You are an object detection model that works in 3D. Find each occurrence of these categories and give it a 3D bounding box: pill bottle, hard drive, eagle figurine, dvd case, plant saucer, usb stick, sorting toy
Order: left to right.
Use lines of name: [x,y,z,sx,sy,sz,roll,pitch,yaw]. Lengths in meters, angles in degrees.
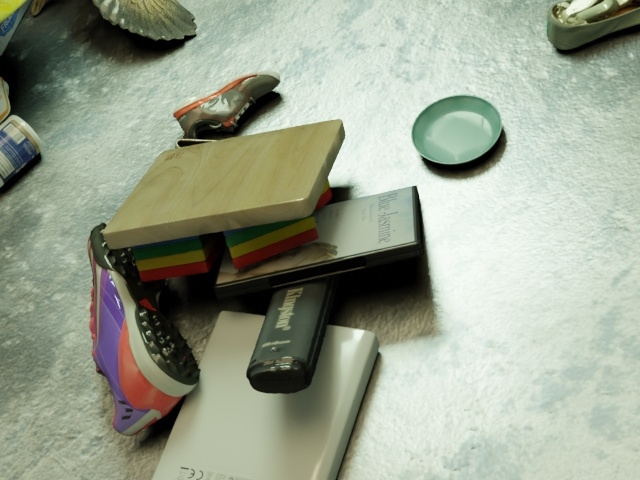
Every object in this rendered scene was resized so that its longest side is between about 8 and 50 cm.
pill bottle: [-0.456,-0.116,1.908,0.067,0.067,0.120,32,67,34]
eagle figurine: [-0.307,-0.445,2.045,0.298,0.226,0.225,18,40,34]
sorting toy: [-0.103,-0.045,1.679,0.256,0.089,0.257,-9,23,16]
hard drive: [-0.072,0.227,1.537,0.203,0.040,0.307,7,55,22]
usb stick: [-0.028,0.090,1.554,0.077,0.045,0.278,-2,26,10]
dvd case: [0.000,0.000,1.653,0.253,0.022,0.180,-12,23,8]
plant saucer: [0.178,-0.139,1.757,0.119,0.021,0.119,-8,52,10]

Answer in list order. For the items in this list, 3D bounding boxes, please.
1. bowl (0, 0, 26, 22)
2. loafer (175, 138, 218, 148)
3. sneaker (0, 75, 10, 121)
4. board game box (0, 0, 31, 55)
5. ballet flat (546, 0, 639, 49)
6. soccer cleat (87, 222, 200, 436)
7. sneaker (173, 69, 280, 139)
bowl: [-0.539,-0.368,1.900,0.289,0.156,0.289,-28,26,15]
loafer: [-0.139,-0.117,1.827,0.125,0.039,0.045,2,53,19]
sneaker: [-0.552,-0.225,1.999,0.126,0.127,0.321,-47,29,-9]
board game box: [-0.605,-0.441,2.209,0.319,0.066,0.318,4,55,20]
ballet flat: [0.401,-0.318,1.796,0.213,0.068,0.072,-22,50,-1]
soccer cleat: [-0.245,0.100,1.658,0.116,0.109,0.318,-47,42,15]
sneaker: [-0.122,-0.183,1.875,0.158,0.061,0.064,-24,77,-1]
